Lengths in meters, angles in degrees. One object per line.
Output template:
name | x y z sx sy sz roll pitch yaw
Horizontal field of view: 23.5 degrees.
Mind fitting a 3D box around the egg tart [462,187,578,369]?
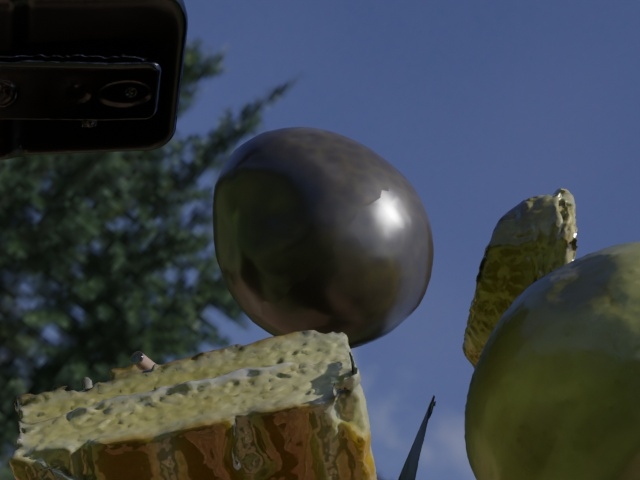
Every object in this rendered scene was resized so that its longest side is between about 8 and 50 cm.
egg tart | 0.204 0.056 1.608 0.098 0.231 0.252 14 -40 1

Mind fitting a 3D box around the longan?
longan | 0.000 0.000 1.339 0.212 0.198 0.198 43 -18 29

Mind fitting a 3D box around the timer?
timer | -0.185 -0.114 1.042 0.055 0.187 0.144 -111 -157 -43

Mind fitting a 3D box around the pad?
pad | 0.090 0.257 1.633 0.004 0.116 0.193 17 -37 1

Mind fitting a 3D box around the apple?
apple | 0.252 0.144 1.187 0.292 0.292 0.254 49 7 -27

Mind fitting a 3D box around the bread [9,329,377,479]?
bread | -0.077 0.187 1.065 0.111 0.239 0.246 -113 -166 -55

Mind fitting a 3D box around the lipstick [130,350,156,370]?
lipstick | -0.191 0.159 1.812 0.019 0.019 0.094 15 -22 39
